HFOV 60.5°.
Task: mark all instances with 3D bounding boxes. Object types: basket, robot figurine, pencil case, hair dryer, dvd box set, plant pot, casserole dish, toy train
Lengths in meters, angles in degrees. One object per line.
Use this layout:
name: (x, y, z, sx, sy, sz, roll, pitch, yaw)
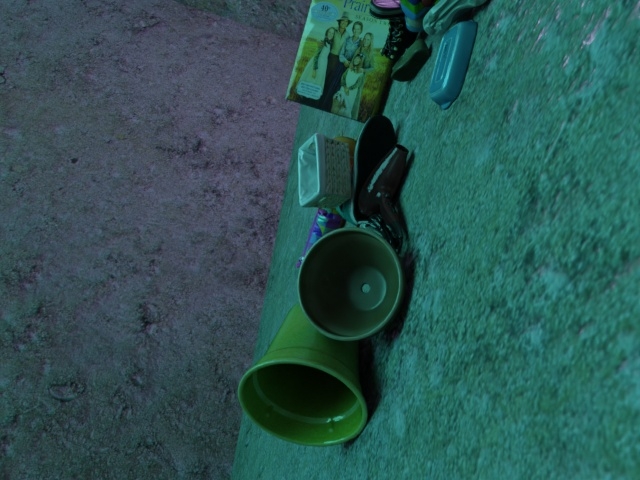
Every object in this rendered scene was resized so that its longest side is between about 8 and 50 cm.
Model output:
basket: (0.012, -0.173, 1.408, 0.113, 0.103, 0.167, -30, 59, 58)
robot figurine: (0.065, -0.228, 1.712, 0.158, 0.128, 0.219, -55, -19, -80)
pencil case: (0.000, 0.000, 1.813, 0.104, 0.104, 0.236, -96, 24, -60)
hair dryer: (0.161, -0.079, 1.277, 0.224, 0.080, 0.293, 1, 82, 62)
dvd box set: (0.087, -0.591, 1.660, 0.062, 0.308, 0.420, -13, -56, -65)
plant pot: (0.077, 0.096, 1.168, 0.110, 0.237, 0.237, 21, -98, -62)
plant pot: (-0.016, 0.274, 1.239, 0.254, 0.276, 0.276, -71, 3, -53)
casserole dish: (0.269, -0.368, 1.134, 0.114, 0.037, 0.188, -161, 86, -78)
toy train: (0.281, -0.583, 1.219, 0.248, 0.105, 0.143, -40, -19, -4)

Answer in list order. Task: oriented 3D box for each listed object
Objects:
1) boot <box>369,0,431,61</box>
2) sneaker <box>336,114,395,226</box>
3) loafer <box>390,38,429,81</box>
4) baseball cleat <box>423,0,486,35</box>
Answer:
boot: (0.190, -0.533, 1.382, 0.236, 0.085, 0.178, -31, -26, -38)
sneaker: (0.109, -0.179, 1.475, 0.178, 0.124, 0.295, 178, 105, -68)
loafer: (0.230, -0.454, 1.390, 0.148, 0.056, 0.050, -29, 46, 61)
baseball cleat: (0.289, -0.499, 1.110, 0.109, 0.072, 0.206, -53, 18, -28)
